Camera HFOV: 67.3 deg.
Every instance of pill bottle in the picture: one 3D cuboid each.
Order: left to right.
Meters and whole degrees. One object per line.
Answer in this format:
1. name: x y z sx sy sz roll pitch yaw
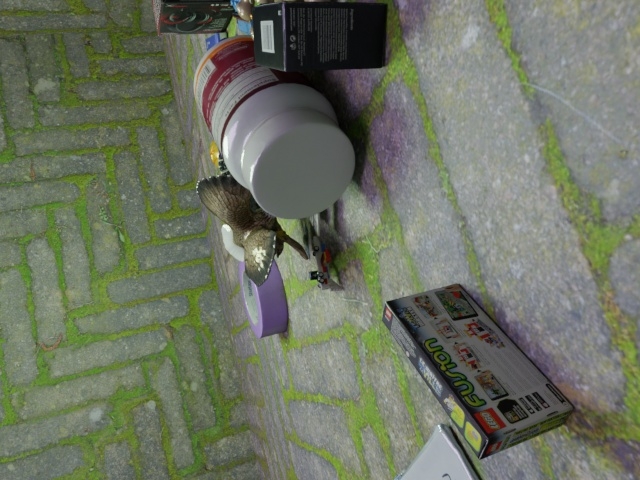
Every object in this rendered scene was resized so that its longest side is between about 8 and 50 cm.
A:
1. pill bottle: -0.099 -0.229 0.935 0.392 0.224 0.224 -122 29 -43

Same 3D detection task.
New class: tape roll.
1. tape roll: -0.194 0.181 1.604 0.275 0.090 0.274 169 90 -69

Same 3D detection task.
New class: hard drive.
1. hard drive: -0.349 -0.551 1.699 0.210 0.040 0.318 -144 47 -62

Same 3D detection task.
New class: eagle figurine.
1. eagle figurine: -0.154 -0.033 1.084 0.298 0.227 0.225 -25 -53 -74

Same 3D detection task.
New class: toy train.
1. toy train: -0.162 -0.540 1.155 0.184 0.080 0.105 -132 30 -54

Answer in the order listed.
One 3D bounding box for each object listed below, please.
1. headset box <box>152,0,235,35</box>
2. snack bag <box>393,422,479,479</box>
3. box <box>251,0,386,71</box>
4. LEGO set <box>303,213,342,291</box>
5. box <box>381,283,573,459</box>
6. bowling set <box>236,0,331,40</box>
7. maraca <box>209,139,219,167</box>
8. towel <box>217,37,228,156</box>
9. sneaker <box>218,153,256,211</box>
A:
1. headset box: -0.386 -0.715 1.455 0.293 0.218 0.110 -171 71 -68
2. snack bag: 0.219 0.490 0.738 0.323 0.037 0.342 101 151 -46
3. box: -0.007 -0.313 0.736 0.156 0.158 0.093 -135 40 -58
4. LEGO set: 0.000 0.000 1.085 0.182 0.060 0.244 -116 23 -65
5. box: 0.171 0.138 0.564 0.207 0.114 0.036 -124 30 -47
6. bowling set: -0.114 -0.451 0.914 0.154 0.200 0.287 102 154 -50
7. maraca: -0.353 -0.329 1.745 0.127 0.099 0.185 85 170 -48
8. towel: -0.281 -0.432 1.488 0.227 0.076 0.308 -45 55 50
9. sneaker: -0.280 -0.208 1.607 0.122 0.110 0.282 -147 53 -79
